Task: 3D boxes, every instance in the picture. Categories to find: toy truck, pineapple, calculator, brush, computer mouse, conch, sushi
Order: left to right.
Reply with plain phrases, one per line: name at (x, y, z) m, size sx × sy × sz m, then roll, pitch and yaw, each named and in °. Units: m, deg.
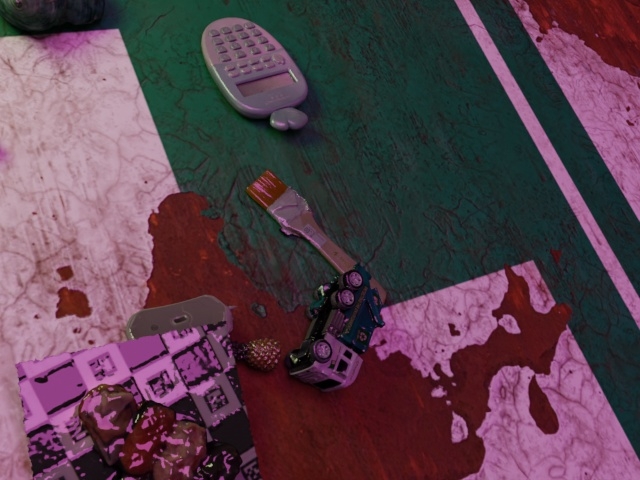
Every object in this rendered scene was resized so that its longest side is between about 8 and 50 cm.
conch at (-0.500, -0.459, 1.260) m, size 0.196 × 0.134 × 0.202 m, roll 25°, pitch 57°, yaw -8°
sushi at (-0.231, 0.301, 0.981) m, size 0.320 × 0.069 × 0.339 m, roll -9°, pitch 81°, yaw -27°
computer mouse at (-0.218, 0.139, 1.116) m, size 0.182 × 0.056 × 0.089 m, roll -16°, pitch 54°, yaw -26°
pineapple at (-0.128, 0.178, 1.139) m, size 0.124 × 0.058 × 0.058 m, roll 14°, pitch 60°, yaw -15°
calculator at (-0.129, -0.335, 1.413) m, size 0.184 × 0.042 × 0.295 m, roll -23°, pitch 73°, yaw -31°
brush at (0.000, 0.000, 1.306) m, size 0.336 × 0.020 × 0.085 m, roll 44°, pitch 56°, yaw 2°
toy truck at (0.038, 0.154, 1.195) m, size 0.116 × 0.110 × 0.216 m, roll 36°, pitch 55°, yaw -16°
